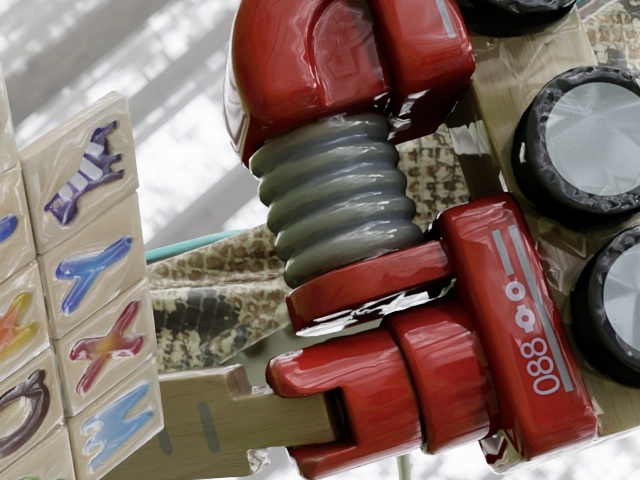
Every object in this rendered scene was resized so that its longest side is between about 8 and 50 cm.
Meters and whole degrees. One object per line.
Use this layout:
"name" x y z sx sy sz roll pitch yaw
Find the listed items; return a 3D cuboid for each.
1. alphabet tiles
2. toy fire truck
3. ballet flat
"alphabet tiles" -0.125 0.035 0.527 0.009 0.198 0.237 36 -33 29
"toy fire truck" 0.000 0.000 0.734 0.158 0.246 0.217 118 -45 -76
"ballet flat" 0.016 0.041 0.919 0.182 0.483 0.164 60 -7 19
